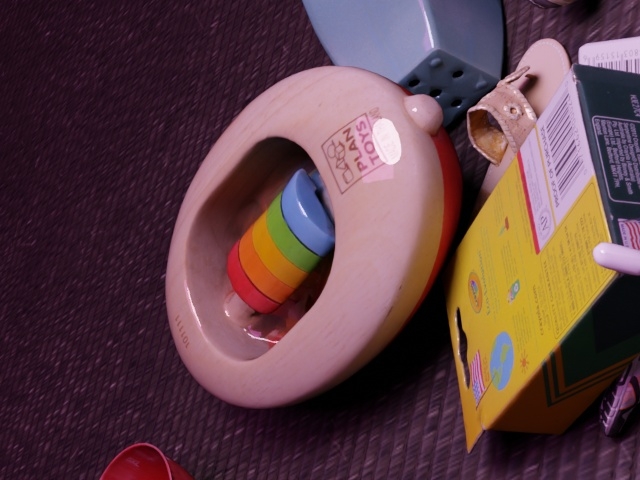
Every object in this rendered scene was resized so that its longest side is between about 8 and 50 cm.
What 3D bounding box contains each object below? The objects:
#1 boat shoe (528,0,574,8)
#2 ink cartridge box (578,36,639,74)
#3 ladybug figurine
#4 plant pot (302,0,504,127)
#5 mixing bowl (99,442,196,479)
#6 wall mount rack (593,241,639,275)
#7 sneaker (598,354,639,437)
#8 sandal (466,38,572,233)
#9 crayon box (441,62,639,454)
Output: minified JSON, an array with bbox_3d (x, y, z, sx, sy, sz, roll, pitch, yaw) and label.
[{"bbox_3d":[0.225,-0.341,1.342,0.092,0.103,0.285,-34,42,44],"label":"boat shoe"},{"bbox_3d":[0.338,-0.057,1.066,0.275,0.060,0.239,2,97,53],"label":"ink cartridge box"},{"bbox_3d":[0.000,0.000,1.339,0.449,0.162,0.305,-42,61,42],"label":"ladybug figurine"},{"bbox_3d":[0.094,-0.245,1.404,0.165,0.165,0.234,-39,49,33],"label":"plant pot"},{"bbox_3d":[-0.187,0.333,1.487,0.181,0.098,0.181,-28,51,40],"label":"mixing bowl"},{"bbox_3d":[0.314,0.144,0.854,0.304,0.130,0.350,18,97,45],"label":"wall mount rack"},{"bbox_3d":[0.264,0.118,1.077,0.040,0.043,0.109,-89,15,-69],"label":"sneaker"},{"bbox_3d":[0.179,-0.105,1.277,0.088,0.079,0.240,3,73,53],"label":"sandal"},{"bbox_3d":[0.200,0.029,1.104,0.318,0.081,0.202,117,154,-53],"label":"crayon box"}]
